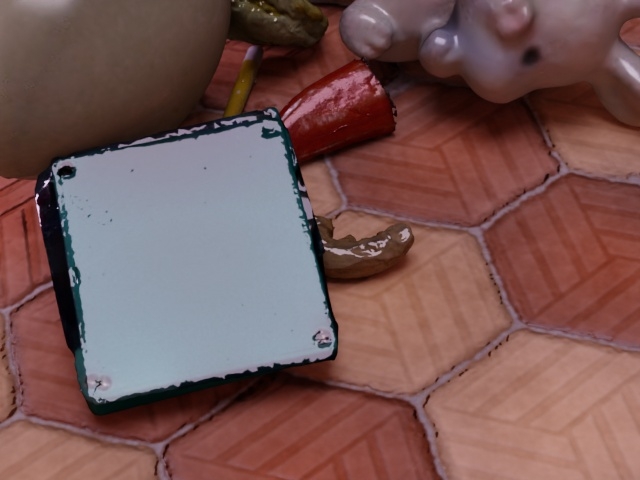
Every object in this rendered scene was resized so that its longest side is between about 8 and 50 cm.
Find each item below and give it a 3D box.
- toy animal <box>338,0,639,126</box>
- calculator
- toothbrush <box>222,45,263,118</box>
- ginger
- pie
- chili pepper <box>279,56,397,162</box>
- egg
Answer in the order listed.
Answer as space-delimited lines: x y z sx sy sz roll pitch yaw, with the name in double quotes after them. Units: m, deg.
0.217 -0.248 1.585 0.367 0.196 0.241 20 20 28 "toy animal"
-0.119 0.020 1.373 0.248 0.058 0.274 -14 63 -6 "calculator"
-0.098 -0.116 1.586 0.021 0.024 0.288 8 43 8 "toothbrush"
0.000 0.003 1.438 0.173 0.051 0.069 13 52 10 "ginger"
-0.117 -0.281 1.668 0.248 0.201 0.090 29 90 29 "pie"
-0.010 -0.114 1.555 0.169 0.065 0.088 -32 76 -17 "chili pepper"
-0.253 -0.201 1.497 0.278 0.278 0.336 24 51 26 "egg"
